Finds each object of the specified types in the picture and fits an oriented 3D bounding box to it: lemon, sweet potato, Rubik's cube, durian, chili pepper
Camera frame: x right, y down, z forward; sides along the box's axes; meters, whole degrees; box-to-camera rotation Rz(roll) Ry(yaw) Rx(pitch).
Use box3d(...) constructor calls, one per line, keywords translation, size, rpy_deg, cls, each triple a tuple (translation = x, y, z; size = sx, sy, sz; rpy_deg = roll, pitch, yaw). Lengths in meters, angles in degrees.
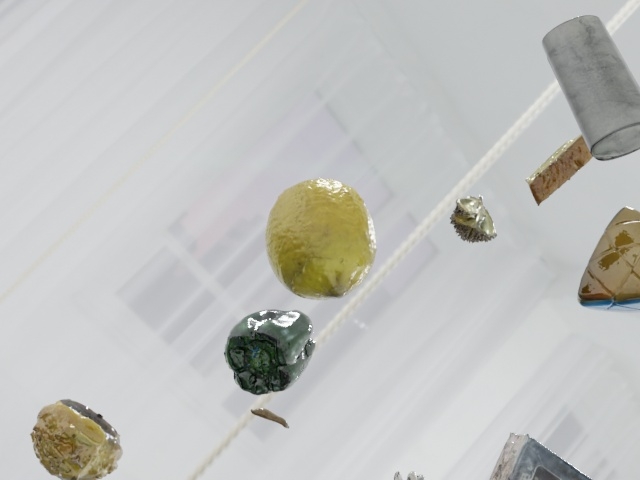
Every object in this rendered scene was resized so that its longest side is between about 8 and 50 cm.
box3d(translation=(-0.001, -0.003, 1.244), size=(0.180, 0.181, 0.193), rpy_deg=(166, -87, -76), cls="lemon")
box3d(translation=(-0.121, 0.438, 1.981), size=(0.115, 0.026, 0.026), rpy_deg=(28, -7, -19), cls="sweet potato")
box3d(translation=(0.681, 0.051, 1.707), size=(0.254, 0.254, 0.254), rpy_deg=(42, -13, 12), cls="Rubik's cube")
box3d(translation=(0.294, -0.043, 1.588), size=(0.071, 0.140, 0.110), rpy_deg=(-33, -71, 32), cls="durian")
box3d(translation=(-0.142, 0.326, 2.408), size=(0.249, 0.257, 0.233), rpy_deg=(3, -69, 29), cls="chili pepper")

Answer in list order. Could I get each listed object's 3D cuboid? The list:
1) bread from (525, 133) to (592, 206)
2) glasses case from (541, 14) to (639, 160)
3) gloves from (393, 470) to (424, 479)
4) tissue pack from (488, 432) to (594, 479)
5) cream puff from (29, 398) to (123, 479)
box3d(translation=(0.491, -0.146, 1.638), size=(0.065, 0.187, 0.103), rpy_deg=(46, -2, 0), cls="bread")
box3d(translation=(0.464, -0.264, 1.337), size=(0.060, 0.114, 0.299), rpy_deg=(50, 25, -43), cls="glasses case")
box3d(translation=(0.144, 0.570, 1.737), size=(0.127, 0.212, 0.111), rpy_deg=(119, -29, -44), cls="gloves")
box3d(translation=(0.419, 0.486, 1.469), size=(0.235, 0.173, 0.073), rpy_deg=(36, -22, -12), cls="tissue pack")
box3d(translation=(-0.461, 0.385, 1.496), size=(0.189, 0.129, 0.189), rpy_deg=(25, -29, 15), cls="cream puff")
